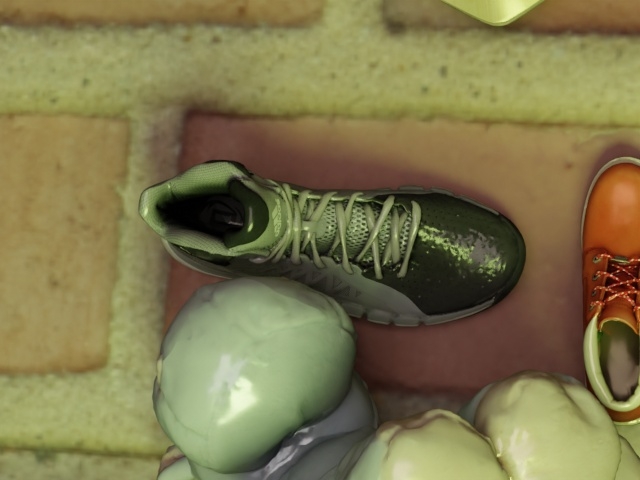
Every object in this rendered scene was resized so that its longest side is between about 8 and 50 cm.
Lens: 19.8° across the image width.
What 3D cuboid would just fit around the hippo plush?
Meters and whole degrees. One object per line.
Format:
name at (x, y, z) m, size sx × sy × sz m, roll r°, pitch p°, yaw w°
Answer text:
hippo plush at (0.033, 0.122, 1.023) m, size 0.234 × 0.294 × 0.236 m, roll -33°, pitch 53°, yaw -4°

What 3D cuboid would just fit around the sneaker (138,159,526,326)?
sneaker at (0.000, 0.000, 1.064) m, size 0.228 × 0.132 × 0.086 m, roll 6°, pitch 86°, yaw 13°

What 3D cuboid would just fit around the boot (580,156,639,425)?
boot at (0.176, 0.026, 1.050) m, size 0.059 × 0.084 × 0.158 m, roll -1°, pitch 83°, yaw 13°

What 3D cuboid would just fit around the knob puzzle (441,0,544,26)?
knob puzzle at (0.106, -0.224, 1.116) m, size 0.213 × 0.030 × 0.213 m, roll -1°, pitch 84°, yaw 11°
